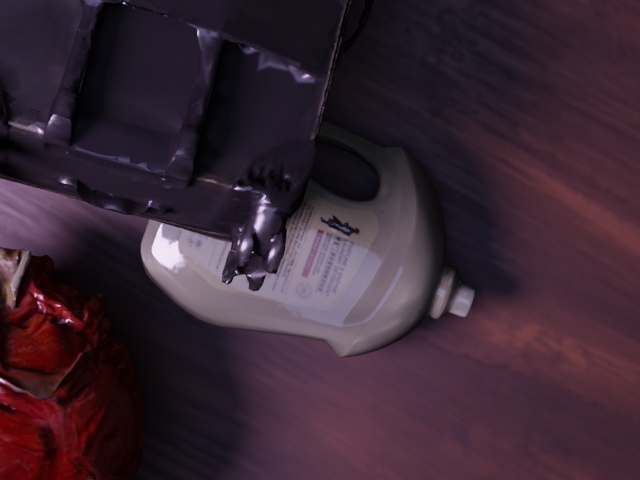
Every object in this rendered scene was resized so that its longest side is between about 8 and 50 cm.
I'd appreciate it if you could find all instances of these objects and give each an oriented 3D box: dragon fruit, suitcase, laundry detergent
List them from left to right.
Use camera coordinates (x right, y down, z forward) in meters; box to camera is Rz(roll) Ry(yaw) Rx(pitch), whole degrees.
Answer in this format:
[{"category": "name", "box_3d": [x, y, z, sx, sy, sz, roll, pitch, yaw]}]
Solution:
[{"category": "dragon fruit", "box_3d": [-0.278, 0.162, 1.224, 0.277, 0.277, 0.342, 22, 93, 3]}, {"category": "suitcase", "box_3d": [-0.101, -0.197, 1.176, 0.283, 0.194, 0.434, 15, 75, -8]}, {"category": "laundry detergent", "box_3d": [0.000, 0.000, 1.280, 0.253, 0.091, 0.181, 20, 85, 3]}]
